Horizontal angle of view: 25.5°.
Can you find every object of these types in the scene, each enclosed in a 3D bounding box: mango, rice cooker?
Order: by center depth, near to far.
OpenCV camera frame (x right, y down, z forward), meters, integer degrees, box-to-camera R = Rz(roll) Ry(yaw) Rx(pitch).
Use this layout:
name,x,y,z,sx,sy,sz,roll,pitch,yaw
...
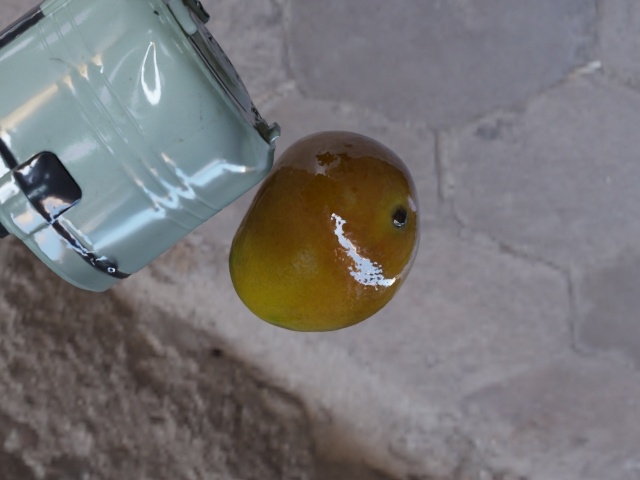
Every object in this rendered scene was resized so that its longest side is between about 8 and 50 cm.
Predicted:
name,x,y,z,sx,sy,sz,roll,pitch,yaw
rice cooker,-0.175,-0.089,1.141,0.244,0.226,0.226,-38,131,7
mango,0.005,0.003,1.419,0.139,0.175,0.254,-24,156,-40
